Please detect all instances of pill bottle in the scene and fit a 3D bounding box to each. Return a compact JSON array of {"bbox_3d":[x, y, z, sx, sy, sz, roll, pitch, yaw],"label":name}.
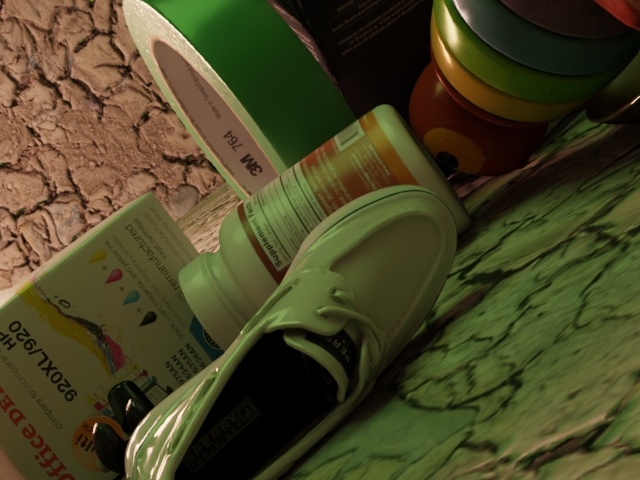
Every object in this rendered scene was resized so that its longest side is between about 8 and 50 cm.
[{"bbox_3d":[0.000,0.000,1.030,0.216,0.121,0.121,-35,8,9],"label":"pill bottle"}]

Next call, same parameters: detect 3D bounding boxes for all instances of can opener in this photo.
[{"bbox_3d":[-0.133,0.136,0.892,0.059,0.073,0.186,-45,-4,-8],"label":"can opener"}]

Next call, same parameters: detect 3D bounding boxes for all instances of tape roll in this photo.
[{"bbox_3d":[-0.059,-0.115,1.216,0.077,0.321,0.321,-39,8,-10],"label":"tape roll"}]

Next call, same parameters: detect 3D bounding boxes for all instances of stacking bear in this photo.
[{"bbox_3d":[0.146,-0.148,0.937,0.164,0.175,0.289,-62,-1,-33],"label":"stacking bear"}]

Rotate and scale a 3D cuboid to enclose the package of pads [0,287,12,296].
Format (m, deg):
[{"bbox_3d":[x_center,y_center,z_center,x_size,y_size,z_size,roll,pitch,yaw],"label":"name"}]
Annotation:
[{"bbox_3d":[-0.356,0.137,1.505,0.297,0.101,0.229,-14,22,16],"label":"package of pads"}]

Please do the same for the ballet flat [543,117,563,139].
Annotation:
[{"bbox_3d":[0.260,-0.203,1.174,0.400,0.139,0.139,-43,9,-15],"label":"ballet flat"}]

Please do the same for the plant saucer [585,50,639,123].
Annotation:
[{"bbox_3d":[0.295,-0.202,0.907,0.310,0.050,0.310,-58,3,5],"label":"plant saucer"}]

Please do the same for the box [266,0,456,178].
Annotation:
[{"bbox_3d":[0.001,-0.251,1.282,0.179,0.312,0.343,-37,49,-10],"label":"box"}]

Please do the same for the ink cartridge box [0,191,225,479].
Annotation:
[{"bbox_3d":[-0.205,0.103,1.120,0.233,0.171,0.168,-41,9,-25],"label":"ink cartridge box"}]

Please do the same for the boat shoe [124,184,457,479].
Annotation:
[{"bbox_3d":[-0.006,0.065,0.779,0.267,0.096,0.088,-40,13,-17],"label":"boat shoe"}]
